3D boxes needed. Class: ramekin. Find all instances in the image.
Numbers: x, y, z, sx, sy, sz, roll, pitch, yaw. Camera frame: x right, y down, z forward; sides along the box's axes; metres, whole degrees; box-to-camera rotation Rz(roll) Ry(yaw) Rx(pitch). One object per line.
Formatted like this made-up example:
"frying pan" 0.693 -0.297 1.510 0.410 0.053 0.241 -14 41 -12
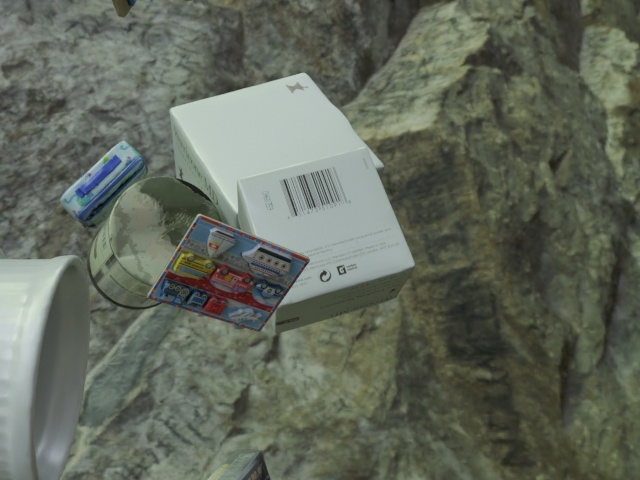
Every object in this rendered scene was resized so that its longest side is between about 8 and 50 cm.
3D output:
"ramekin" -0.369 0.151 0.768 0.135 0.277 0.278 4 -107 -9

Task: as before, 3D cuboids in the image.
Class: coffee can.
"coffee can" -0.323 0.015 1.242 0.201 0.275 0.202 7 -106 -26

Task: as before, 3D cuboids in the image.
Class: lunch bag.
"lunch bag" -0.522 -0.133 1.581 0.090 0.176 0.219 42 -105 -1

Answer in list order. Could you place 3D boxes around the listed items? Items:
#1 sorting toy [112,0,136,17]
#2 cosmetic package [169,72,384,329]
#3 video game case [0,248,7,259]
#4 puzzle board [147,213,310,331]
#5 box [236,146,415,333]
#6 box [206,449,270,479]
"sorting toy" -0.195 -0.274 0.652 0.083 0.012 0.062 87 -154 -63
"cosmetic package" -0.108 -0.085 1.423 0.327 0.394 0.329 -21 -124 -23
"video game case" -0.599 -0.010 1.112 0.026 0.206 0.227 -35 -112 -14
"puzzle board" -0.084 0.036 0.616 0.128 0.096 0.011 23 -158 -35
"box" 0.000 0.000 0.844 0.119 0.180 0.182 101 151 -66
"box" -0.139 0.454 0.971 0.231 0.056 0.183 -35 -69 -62
